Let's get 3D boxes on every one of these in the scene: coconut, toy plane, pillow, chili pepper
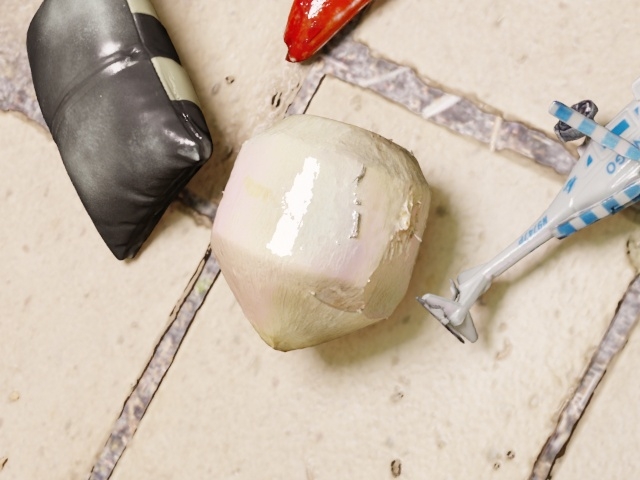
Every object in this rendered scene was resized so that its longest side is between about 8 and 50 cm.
[{"bbox_3d":[0.000,0.000,1.195,0.171,0.171,0.183,12,83,22],"label":"coconut"},{"bbox_3d":[0.207,-0.028,1.178,0.182,0.107,0.273,26,114,-18],"label":"toy plane"},{"bbox_3d":[-0.180,-0.130,1.304,0.186,0.106,0.250,-48,61,48],"label":"pillow"},{"bbox_3d":[0.023,-0.217,1.285,0.169,0.065,0.088,-50,52,11],"label":"chili pepper"}]
